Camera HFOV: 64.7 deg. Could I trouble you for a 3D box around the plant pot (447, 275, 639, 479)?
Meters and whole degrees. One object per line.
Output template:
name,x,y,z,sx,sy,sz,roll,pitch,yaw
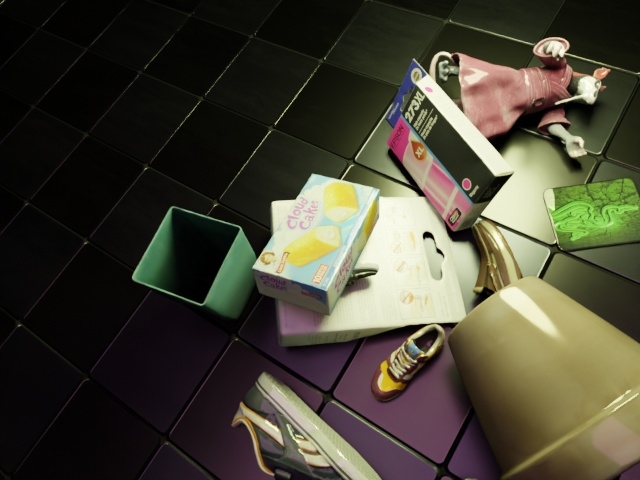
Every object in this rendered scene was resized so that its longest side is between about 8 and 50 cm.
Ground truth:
plant pot,0.362,0.223,0.809,0.323,0.323,0.280,-33,61,-4

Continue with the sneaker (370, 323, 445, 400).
sneaker,0.165,0.230,0.977,0.185,0.084,0.069,-44,64,-10

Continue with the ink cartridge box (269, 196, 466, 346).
ink cartridge box,0.090,0.056,1.097,0.385,0.091,0.308,-2,63,-8

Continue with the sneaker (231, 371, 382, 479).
sneaker,-0.025,0.392,0.922,0.321,0.126,0.127,37,83,23

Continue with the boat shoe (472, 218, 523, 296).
boat shoe,0.348,0.079,1.006,0.095,0.095,0.257,-22,63,8

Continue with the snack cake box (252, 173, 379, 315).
snack cake box,0.000,0.000,0.984,0.152,0.089,0.264,16,54,19

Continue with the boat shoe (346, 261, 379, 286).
boat shoe,0.048,0.073,1.012,0.142,0.049,0.040,-6,69,0

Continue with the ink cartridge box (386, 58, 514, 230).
ink cartridge box,0.251,-0.215,1.117,0.069,0.175,0.371,-12,57,-28

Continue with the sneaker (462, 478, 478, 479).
sneaker,0.352,0.489,0.815,0.123,0.106,0.290,-37,72,-15

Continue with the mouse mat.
mouse mat,0.584,-0.057,1.066,0.190,0.007,0.152,-9,64,9

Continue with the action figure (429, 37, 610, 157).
action figure,0.464,-0.327,1.157,0.370,0.248,0.275,-9,23,-3

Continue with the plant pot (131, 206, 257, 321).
plant pot,-0.232,0.073,1.053,0.166,0.234,0.165,17,70,18
